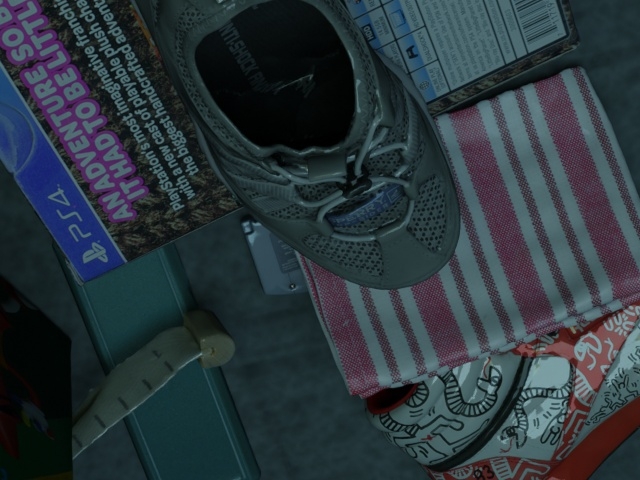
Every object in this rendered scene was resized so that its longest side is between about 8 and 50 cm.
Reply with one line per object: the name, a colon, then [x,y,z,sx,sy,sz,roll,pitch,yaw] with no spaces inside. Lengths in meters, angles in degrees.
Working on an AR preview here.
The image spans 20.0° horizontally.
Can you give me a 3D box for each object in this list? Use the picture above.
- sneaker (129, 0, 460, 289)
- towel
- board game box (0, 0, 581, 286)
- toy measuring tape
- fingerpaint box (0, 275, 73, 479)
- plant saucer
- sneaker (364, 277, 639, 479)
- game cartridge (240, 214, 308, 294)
sneaker: [-0.010,-0.049,0.824,0.105,0.115,0.281,-33,136,8]
towel: [0.085,-0.007,1.025,0.197,0.029,0.144,-19,74,-3]
board game box: [-0.050,-0.153,0.896,0.291,0.141,0.232,-25,136,1]
toy measuring tape: [-0.158,0.181,1.060,0.330,0.121,0.121,-41,110,1]
fingerpaint box: [-0.335,0.212,0.905,0.445,0.371,0.163,-41,110,8]
plant saucer: [-0.095,0.076,1.079,0.067,0.018,0.192,-19,112,-1]
sneaker: [0.145,0.039,1.062,0.145,0.090,0.270,36,103,-21]
game cartridge: [0.000,0.000,1.067,0.083,0.017,0.056,-18,107,-2]
